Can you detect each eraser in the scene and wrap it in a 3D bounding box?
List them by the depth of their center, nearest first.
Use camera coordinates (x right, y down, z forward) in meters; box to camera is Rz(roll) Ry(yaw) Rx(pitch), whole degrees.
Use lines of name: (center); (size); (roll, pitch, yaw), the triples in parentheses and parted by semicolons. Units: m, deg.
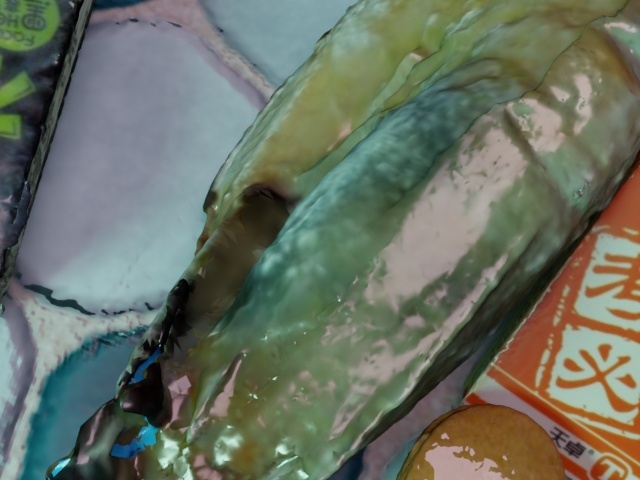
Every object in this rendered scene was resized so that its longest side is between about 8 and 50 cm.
eraser: (0.191, 0.031, 0.539); (0.157, 0.230, 0.038); (34, 22, 4)

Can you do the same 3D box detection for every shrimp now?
shrimp: (0.000, 0.000, 0.537); (0.221, 0.110, 0.445); (19, 63, 46)

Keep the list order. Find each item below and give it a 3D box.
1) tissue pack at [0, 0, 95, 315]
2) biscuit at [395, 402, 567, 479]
tissue pack: (-0.208, -0.095, 0.575); (0.174, 0.073, 0.235); (12, 66, -6)
biscuit: (0.115, 0.176, 0.531); (0.192, 0.036, 0.186); (13, 75, -6)
